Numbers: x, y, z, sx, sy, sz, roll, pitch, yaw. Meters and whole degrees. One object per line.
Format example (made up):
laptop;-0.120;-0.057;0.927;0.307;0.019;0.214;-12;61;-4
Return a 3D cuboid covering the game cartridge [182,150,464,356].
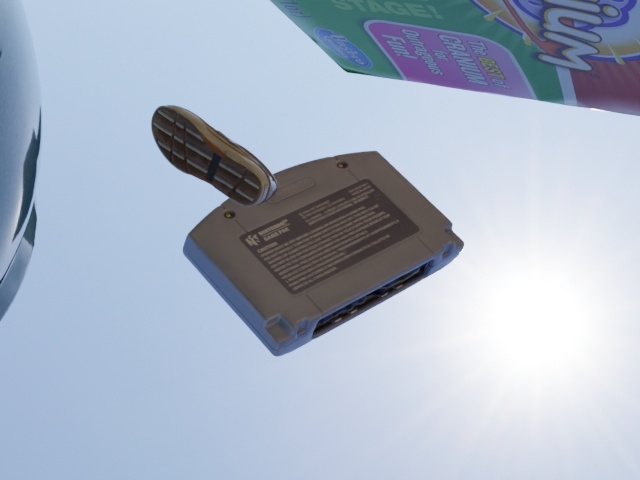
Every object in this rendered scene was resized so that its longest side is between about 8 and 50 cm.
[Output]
game cartridge;0.000;0.000;1.356;0.294;0.060;0.196;-25;-116;-35

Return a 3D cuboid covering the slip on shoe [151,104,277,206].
slip on shoe;-0.096;-0.079;1.090;0.135;0.051;0.041;33;-156;18

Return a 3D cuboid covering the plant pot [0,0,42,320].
plant pot;-0.243;-0.034;0.515;0.293;0.196;0.293;-6;-118;11

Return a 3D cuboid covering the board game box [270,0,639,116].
board game box;0.085;-0.129;0.460;0.316;0.064;0.242;15;168;37
